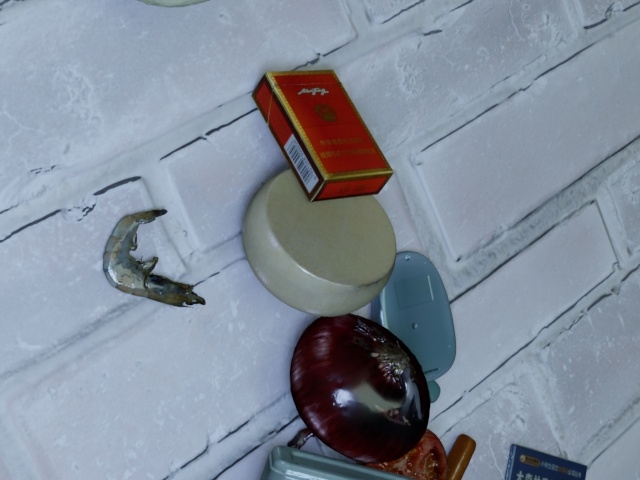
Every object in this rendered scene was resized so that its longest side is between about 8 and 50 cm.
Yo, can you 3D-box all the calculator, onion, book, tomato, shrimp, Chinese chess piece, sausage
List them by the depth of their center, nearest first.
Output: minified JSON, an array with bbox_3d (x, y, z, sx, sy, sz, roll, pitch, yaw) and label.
[{"bbox_3d":[-0.253,0.027,1.835,0.195,0.035,0.147,22,72,-32],"label":"shrimp"},{"bbox_3d":[0.000,0.000,1.914,0.273,0.102,0.273,17,50,-21],"label":"Chinese chess piece"},{"bbox_3d":[0.048,0.266,1.957,0.273,0.285,0.273,34,31,-24],"label":"onion"},{"bbox_3d":[0.141,0.405,2.068,0.166,0.082,0.174,-25,125,-8],"label":"tomato"},{"bbox_3d":[0.177,0.168,2.136,0.186,0.041,0.298,-10,92,-37],"label":"calculator"},{"bbox_3d":[0.256,0.433,2.179,0.131,0.041,0.039,-61,141,-22],"label":"sausage"},{"bbox_3d":[0.439,0.593,2.320,0.228,0.018,0.322,21,75,-34],"label":"book"}]

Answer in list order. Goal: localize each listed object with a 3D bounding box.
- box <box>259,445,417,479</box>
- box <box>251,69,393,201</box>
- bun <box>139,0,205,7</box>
[{"bbox_3d":[0.029,0.455,1.839,0.312,0.175,0.182,16,94,-6],"label":"box"},{"bbox_3d":[0.002,-0.181,1.943,0.153,0.074,0.239,-11,61,-34],"label":"box"},{"bbox_3d":[-0.250,-0.527,1.748,0.352,0.227,0.349,-43,112,-28],"label":"bun"}]
